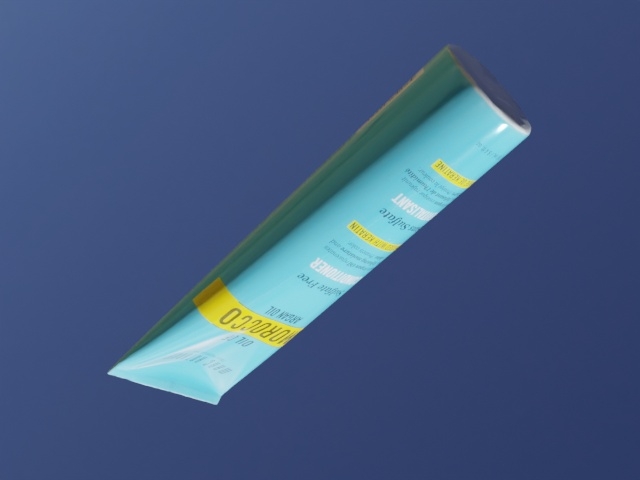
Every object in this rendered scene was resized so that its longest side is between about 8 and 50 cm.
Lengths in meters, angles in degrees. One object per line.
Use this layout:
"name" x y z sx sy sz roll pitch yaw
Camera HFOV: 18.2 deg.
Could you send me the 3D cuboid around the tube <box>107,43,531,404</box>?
"tube" 0.000 0.000 0.881 0.207 0.080 0.052 -42 -128 17
